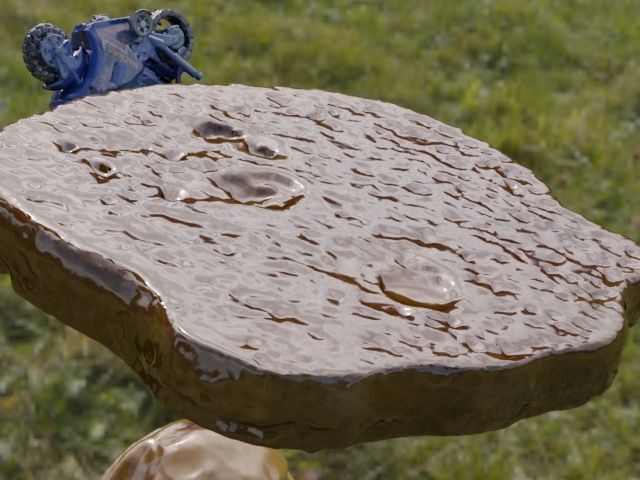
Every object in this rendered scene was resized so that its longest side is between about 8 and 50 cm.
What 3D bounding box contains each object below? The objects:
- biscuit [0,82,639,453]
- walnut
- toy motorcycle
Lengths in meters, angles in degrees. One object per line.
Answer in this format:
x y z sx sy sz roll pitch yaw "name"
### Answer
0.000 0.002 0.660 0.273 0.049 0.257 -12 35 -43 "biscuit"
-0.070 0.208 0.960 0.087 0.167 0.211 0 48 53 "walnut"
-0.199 -0.164 1.568 0.076 0.114 0.205 1 11 45 "toy motorcycle"
